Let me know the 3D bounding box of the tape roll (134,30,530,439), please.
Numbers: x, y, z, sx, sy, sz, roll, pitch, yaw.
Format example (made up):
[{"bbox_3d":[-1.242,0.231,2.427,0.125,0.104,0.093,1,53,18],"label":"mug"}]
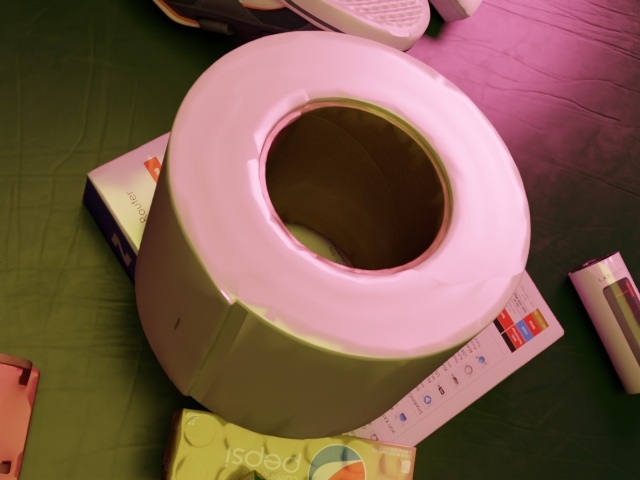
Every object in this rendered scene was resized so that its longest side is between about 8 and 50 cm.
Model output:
[{"bbox_3d":[0.000,0.000,0.622,0.246,0.169,0.246,8,60,-15],"label":"tape roll"}]

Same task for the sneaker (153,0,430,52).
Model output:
[{"bbox_3d":[-0.058,-0.247,0.795,0.321,0.127,0.126,33,51,1],"label":"sneaker"}]

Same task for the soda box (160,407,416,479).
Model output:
[{"bbox_3d":[-0.025,0.171,0.660,0.181,0.058,0.061,13,76,-13],"label":"soda box"}]

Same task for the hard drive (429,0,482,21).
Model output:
[{"bbox_3d":[0.087,-0.422,0.854,0.353,0.047,0.233,43,66,-33],"label":"hard drive"}]

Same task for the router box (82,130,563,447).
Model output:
[{"bbox_3d":[0.006,0.023,0.781,0.301,0.082,0.335,-30,87,-22],"label":"router box"}]

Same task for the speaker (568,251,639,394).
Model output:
[{"bbox_3d":[0.302,0.081,0.878,0.055,0.055,0.136,-22,84,-21],"label":"speaker"}]

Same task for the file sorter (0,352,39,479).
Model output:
[{"bbox_3d":[-0.317,0.207,0.578,0.202,0.182,0.290,11,74,-16],"label":"file sorter"}]

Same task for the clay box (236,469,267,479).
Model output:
[{"bbox_3d":[-0.113,0.264,0.586,0.222,0.127,0.053,-36,116,17],"label":"clay box"}]
